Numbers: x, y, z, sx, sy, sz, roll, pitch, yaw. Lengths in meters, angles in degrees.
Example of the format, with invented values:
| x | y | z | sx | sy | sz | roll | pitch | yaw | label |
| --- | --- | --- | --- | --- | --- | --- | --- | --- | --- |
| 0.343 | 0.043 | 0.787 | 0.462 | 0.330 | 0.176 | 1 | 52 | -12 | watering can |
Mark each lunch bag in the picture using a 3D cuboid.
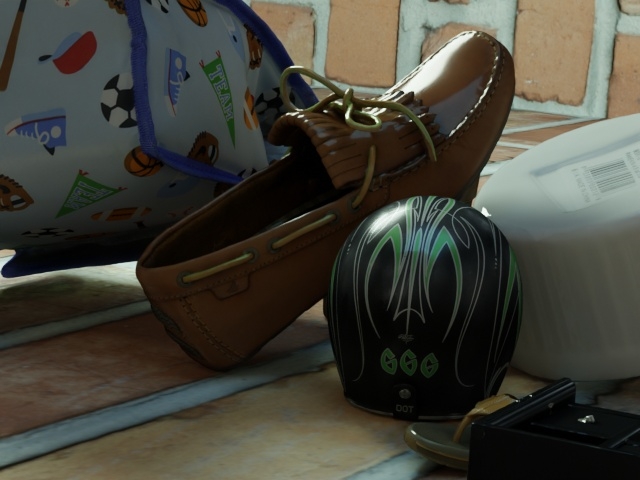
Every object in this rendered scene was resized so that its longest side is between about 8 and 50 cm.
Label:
| x | y | z | sx | sy | sz | roll | pitch | yaw | label |
| --- | --- | --- | --- | --- | --- | --- | --- | --- | --- |
| -0.204 | -0.098 | 1.739 | 0.327 | 0.239 | 0.385 | -10 | -11 | 21 | lunch bag |

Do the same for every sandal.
| x | y | z | sx | sy | sz | roll | pitch | yaw | label |
| --- | --- | --- | --- | --- | --- | --- | --- | --- | --- |
| 0.145 | 0.132 | 1.332 | 0.180 | 0.049 | 0.072 | 1 | 10 | -12 | sandal |

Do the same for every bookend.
| x | y | z | sx | sy | sz | roll | pitch | yaw | label |
| --- | --- | --- | --- | --- | --- | --- | --- | --- | --- |
| 0.194 | 0.148 | 1.194 | 0.157 | 0.072 | 0.156 | 9 | 11 | 29 | bookend |

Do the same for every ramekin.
| x | y | z | sx | sy | sz | roll | pitch | yaw | label |
| --- | --- | --- | --- | --- | --- | --- | --- | --- | --- |
| 0.264 | -0.004 | 1.629 | 0.277 | 0.135 | 0.277 | -17 | 21 | 7 | ramekin |

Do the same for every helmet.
| x | y | z | sx | sy | sz | roll | pitch | yaw | label |
| --- | --- | --- | --- | --- | --- | --- | --- | --- | --- |
| 0.082 | 0.047 | 1.472 | 0.169 | 0.162 | 0.169 | 3 | 10 | -1 | helmet |

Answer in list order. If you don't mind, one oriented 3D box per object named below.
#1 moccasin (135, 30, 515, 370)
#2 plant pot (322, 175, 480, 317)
| x | y | z | sx | sy | sz | roll | pitch | yaw | label |
| --- | --- | --- | --- | --- | --- | --- | --- | --- | --- |
| 0.007 | -0.059 | 1.577 | 0.380 | 0.147 | 0.139 | -35 | 34 | -10 | moccasin |
| 0.068 | -0.006 | 1.768 | 0.167 | 0.165 | 0.167 | 4 | 11 | -1 | plant pot |
